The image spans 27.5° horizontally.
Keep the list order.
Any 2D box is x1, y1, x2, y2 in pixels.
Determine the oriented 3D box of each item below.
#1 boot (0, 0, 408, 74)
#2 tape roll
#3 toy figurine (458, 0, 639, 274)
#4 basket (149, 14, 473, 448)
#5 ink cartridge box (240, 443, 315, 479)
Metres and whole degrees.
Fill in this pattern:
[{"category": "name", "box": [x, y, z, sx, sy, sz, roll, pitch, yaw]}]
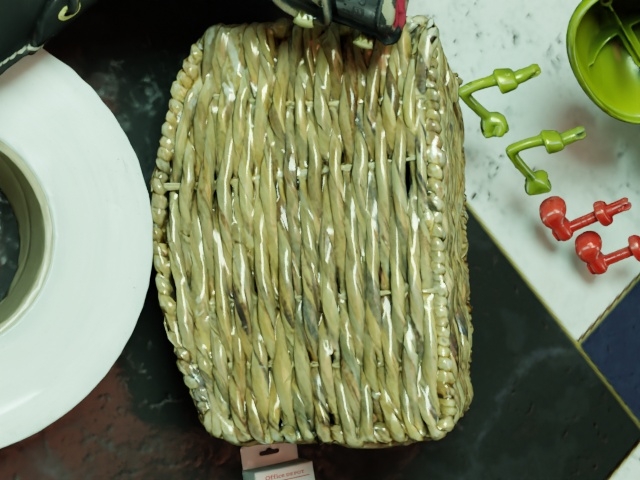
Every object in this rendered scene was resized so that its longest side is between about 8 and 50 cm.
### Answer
[{"category": "boot", "box": [-0.089, -0.180, 0.790, 0.284, 0.377, 0.138, 11, 126, 7]}, {"category": "tape roll", "box": [-0.259, 0.001, 0.855, 0.286, 0.100, 0.286, 2, 86, -23]}, {"category": "toy figurine", "box": [0.272, -0.112, 1.077, 0.362, 0.191, 0.217, 44, 36, -31]}, {"category": "basket", "box": [0.000, 0.000, 0.970, 0.214, 0.223, 0.299, -3, 87, 10]}, {"category": "ink cartridge box", "box": [-0.029, 0.192, 0.977, 0.048, 0.028, 0.083, -8, 89, -24]}]
